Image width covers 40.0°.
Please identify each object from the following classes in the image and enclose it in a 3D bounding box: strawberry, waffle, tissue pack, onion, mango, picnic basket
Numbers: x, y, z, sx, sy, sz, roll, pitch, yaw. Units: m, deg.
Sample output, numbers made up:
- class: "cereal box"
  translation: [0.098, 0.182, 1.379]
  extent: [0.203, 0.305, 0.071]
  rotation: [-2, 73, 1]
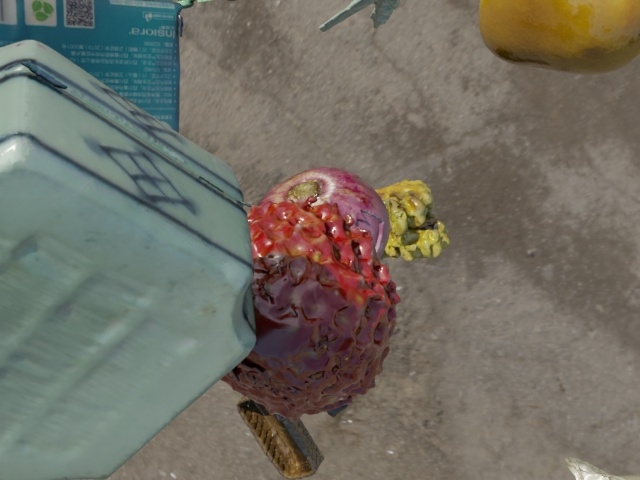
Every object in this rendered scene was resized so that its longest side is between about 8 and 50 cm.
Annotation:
- class: "strawberry"
  translation: [-0.042, 0.082, 0.824]
  extent: [0.233, 0.178, 0.234]
  rotation: [2, 97, 13]
- class: "waffle"
  translation: [0.086, -0.012, 1.739]
  extent: [0.324, 0.261, 0.151]
  rotation: [-16, 102, 12]
- class: "tissue pack"
  translation: [-0.288, -0.171, 0.932]
  extent: [0.270, 0.134, 0.192]
  rotation: [-2, 104, -28]
- class: "onion"
  translation: [-0.003, -0.009, 1.087]
  extent: [0.177, 0.154, 0.177]
  rotation: [9, 37, -7]
- class: "mango"
  translation: [0.300, -0.297, 1.099]
  extent: [0.139, 0.254, 0.176]
  rotation: [-27, 120, -35]
- class: "picnic basket"
  translation: [-0.075, 0.366, 1.687]
  extent: [0.193, 0.110, 0.055]
  rotation: [58, 42, -10]

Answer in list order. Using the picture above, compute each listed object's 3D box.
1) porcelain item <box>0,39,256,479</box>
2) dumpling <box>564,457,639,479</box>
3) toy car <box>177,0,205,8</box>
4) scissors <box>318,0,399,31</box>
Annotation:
- class: "porcelain item"
  translation: [-0.207, 0.024, 0.617]
  extent: [0.281, 0.157, 0.286]
  rotation: [32, 116, -33]
- class: "dumpling"
  translation: [0.281, 0.257, 0.733]
  extent: [0.118, 0.136, 0.199]
  rotation: [-39, 67, 2]
- class: "toy car"
  translation: [-0.208, -0.475, 1.627]
  extent: [0.054, 0.143, 0.073]
  rotation: [-51, 133, -55]
- class: "scissors"
  translation: [0.100, -0.359, 1.232]
  extent: [0.255, 0.383, 0.029]
  rotation: [-8, 87, -21]
